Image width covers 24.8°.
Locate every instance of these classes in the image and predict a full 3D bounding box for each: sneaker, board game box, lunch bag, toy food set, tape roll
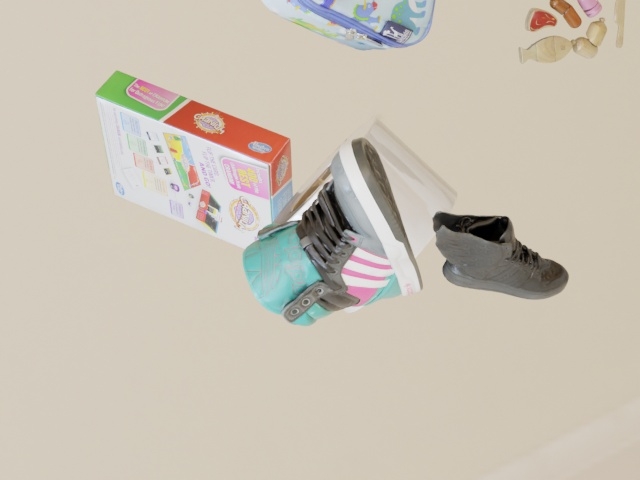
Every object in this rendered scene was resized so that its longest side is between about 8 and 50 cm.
[{"bbox_3d":[0.194,0.013,1.551,0.170,0.089,0.051,6,-134,-11],"label":"sneaker"},{"bbox_3d":[-0.195,-0.114,2.301,0.316,0.242,0.064,23,-125,18],"label":"board game box"},{"bbox_3d":[0.037,-0.296,1.366,0.176,0.219,0.090,20,172,-38],"label":"lunch bag"},{"bbox_3d":[0.000,0.000,1.542,0.178,0.295,0.124,-19,-117,3],"label":"sneaker"},{"bbox_3d":[0.262,-0.228,1.532,0.122,0.078,0.019,-6,-161,-19],"label":"toy food set"},{"bbox_3d":[0.059,-0.037,2.130,0.246,0.169,0.246,-46,-173,7],"label":"tape roll"}]
